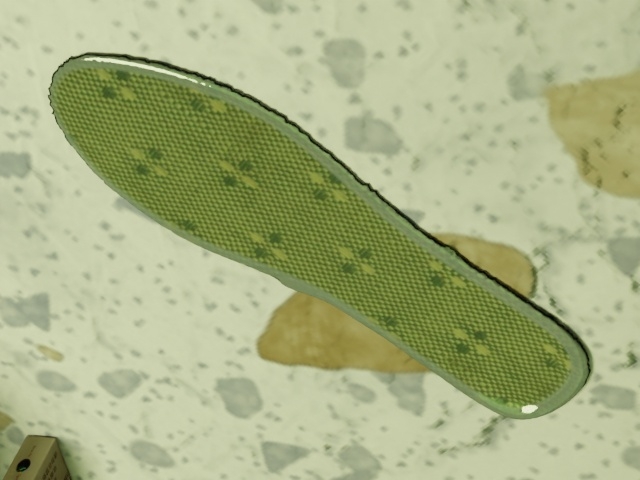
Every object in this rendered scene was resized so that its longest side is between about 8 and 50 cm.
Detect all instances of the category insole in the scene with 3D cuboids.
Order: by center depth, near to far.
[{"bbox_3d":[0.000,0.000,0.809,0.322,0.007,0.109,33,133,-9],"label":"insole"}]

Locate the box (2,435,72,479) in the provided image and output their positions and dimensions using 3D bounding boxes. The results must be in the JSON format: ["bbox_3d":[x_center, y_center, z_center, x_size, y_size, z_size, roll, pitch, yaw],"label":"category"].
[{"bbox_3d":[-0.176,0.171,0.987,0.024,0.053,0.083,0,130,19],"label":"box"}]
